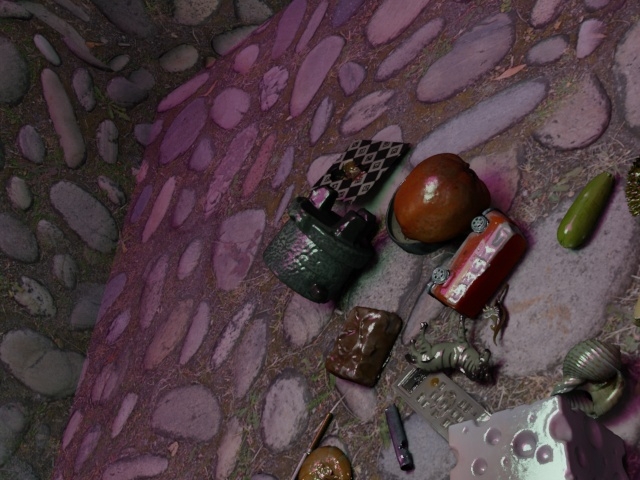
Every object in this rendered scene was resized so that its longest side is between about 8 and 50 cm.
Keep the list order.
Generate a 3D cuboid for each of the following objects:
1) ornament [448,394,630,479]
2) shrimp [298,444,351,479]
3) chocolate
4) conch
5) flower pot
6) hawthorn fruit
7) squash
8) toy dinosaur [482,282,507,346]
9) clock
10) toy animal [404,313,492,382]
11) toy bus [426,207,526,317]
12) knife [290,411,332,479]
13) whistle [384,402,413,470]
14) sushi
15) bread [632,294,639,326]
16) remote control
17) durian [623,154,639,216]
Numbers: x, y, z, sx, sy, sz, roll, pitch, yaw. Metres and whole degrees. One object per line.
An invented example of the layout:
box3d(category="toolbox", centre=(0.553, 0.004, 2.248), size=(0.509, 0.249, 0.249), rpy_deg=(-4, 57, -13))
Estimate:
box3d(category="ornament", centre=(0.396, 0.453, 1.400), size=(0.240, 0.239, 0.240), rpy_deg=(-27, 44, 35))
box3d(category="shrimp", centre=(0.019, 0.620, 1.894), size=(0.152, 0.063, 0.287), rpy_deg=(-30, 39, 16))
box3d(category="chocolate", centre=(0.109, 0.264, 2.040), size=(0.148, 0.093, 0.214), rpy_deg=(6, 67, 51))
box3d(category="conch", centre=(0.530, 0.266, 1.515), size=(0.135, 0.102, 0.153), rpy_deg=(49, 125, 38))
box3d(category="flower pot", centre=(0.000, 0.000, 2.212), size=(0.283, 0.299, 0.299), rpy_deg=(-52, 34, 14))
box3d(category="hawthorn fruit", centre=(0.283, -0.082, 1.943), size=(0.262, 0.210, 0.210), rpy_deg=(-46, 35, 26))
box3d(category="squash", centre=(0.593, -0.069, 1.747), size=(0.201, 0.066, 0.066), rpy_deg=(-56, 34, -5))
box3d(category="toy dinosaur", centre=(0.399, 0.174, 1.805), size=(0.058, 0.037, 0.180), rpy_deg=(-26, 43, 43))
box3d(category="clock", centre=(0.295, -0.095, 2.140), size=(0.280, 0.055, 0.280), rpy_deg=(-32, 41, 32))
box3d(category="toy animal", centre=(0.295, 0.264, 1.809), size=(0.217, 0.073, 0.176), rpy_deg=(-16, 42, 23))
box3d(category="toy bus", centre=(0.381, 0.056, 1.863), size=(0.265, 0.121, 0.120), rpy_deg=(-53, 43, 3))
box3d(category="knife", centre=(-0.039, 0.557, 2.024), size=(0.022, 0.046, 0.256), rpy_deg=(27, 81, 15))
box3d(category="whistle", centre=(0.182, 0.460, 1.841), size=(0.033, 0.033, 0.176), rpy_deg=(-40, 38, 22))
box3d(category="sushi", centre=(0.125, -0.206, 2.447), size=(0.264, 0.050, 0.290), rpy_deg=(-49, 30, -14))
box3d(category="bread", centre=(0.685, 0.088, 1.504), size=(0.139, 0.060, 0.178), rpy_deg=(3, 65, 52))
box3d(category="remote control", centre=(0.281, 0.375, 1.777), size=(0.109, 0.055, 0.313), rpy_deg=(-46, 30, -3))
box3d(category="durian", centre=(0.721, -0.134, 1.575), size=(0.237, 0.138, 0.193), rpy_deg=(-58, 34, -4))
